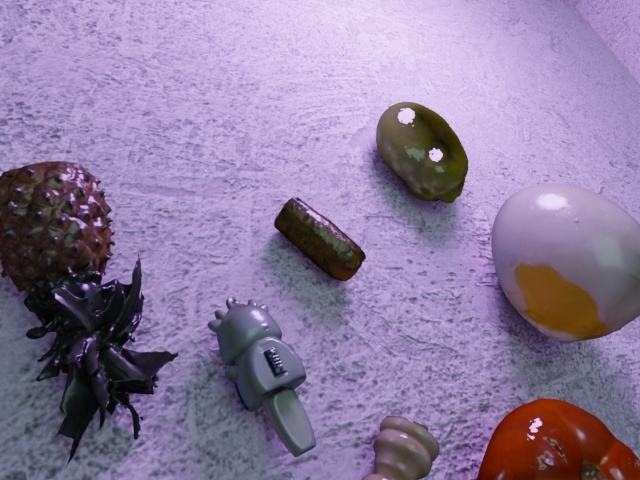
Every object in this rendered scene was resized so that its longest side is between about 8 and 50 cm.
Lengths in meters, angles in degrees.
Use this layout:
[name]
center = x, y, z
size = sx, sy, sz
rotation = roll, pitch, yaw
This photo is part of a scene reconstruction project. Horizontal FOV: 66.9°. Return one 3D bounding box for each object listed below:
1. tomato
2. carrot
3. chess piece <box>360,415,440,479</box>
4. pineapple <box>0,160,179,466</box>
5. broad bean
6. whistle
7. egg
[tomato]
center = 0.349, 0.367, 0.718
size = 0.259, 0.180, 0.260
rotation = 15, 47, -17
[carrot]
center = 0.000, 0.000, 0.874
size = 0.173, 0.082, 0.082
rotation = 42, 47, 10
[chess piece]
center = 0.090, 0.336, 0.664
size = 0.094, 0.094, 0.170
rotation = 39, 52, 3
[pineapple]
center = -0.301, 0.079, 0.620
size = 0.165, 0.165, 0.365
rotation = -19, 75, -37
[broad bean]
center = 0.242, -0.213, 1.139
size = 0.237, 0.119, 0.291
rotation = 7, 52, -24
[whistle]
center = -0.079, 0.183, 0.683
size = 0.110, 0.092, 0.245
rotation = -14, 63, -37
[egg]
center = 0.500, 0.032, 0.987
size = 0.282, 0.283, 0.345
rotation = -4, 53, -31
